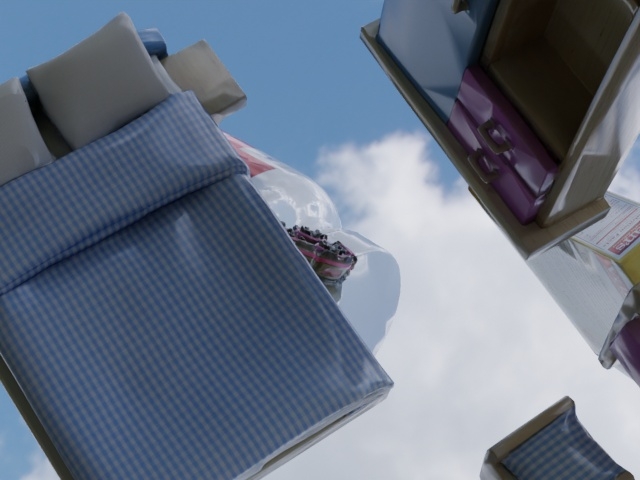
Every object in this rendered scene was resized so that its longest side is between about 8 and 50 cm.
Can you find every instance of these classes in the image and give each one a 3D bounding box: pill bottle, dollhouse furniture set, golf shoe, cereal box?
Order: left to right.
[{"bbox_3d":[-0.129,0.000,1.356,0.407,0.229,0.229,29,-49,30],"label":"pill bottle"},{"bbox_3d":[-0.066,0.021,0.878,0.186,0.067,0.086,18,-77,-26],"label":"golf shoe"},{"bbox_3d":[0.000,0.000,0.472,0.286,0.303,0.198,55,-18,19],"label":"dollhouse furniture set"},{"bbox_3d":[0.195,0.036,0.835,0.047,0.240,0.173,-40,-71,-3],"label":"cereal box"}]
